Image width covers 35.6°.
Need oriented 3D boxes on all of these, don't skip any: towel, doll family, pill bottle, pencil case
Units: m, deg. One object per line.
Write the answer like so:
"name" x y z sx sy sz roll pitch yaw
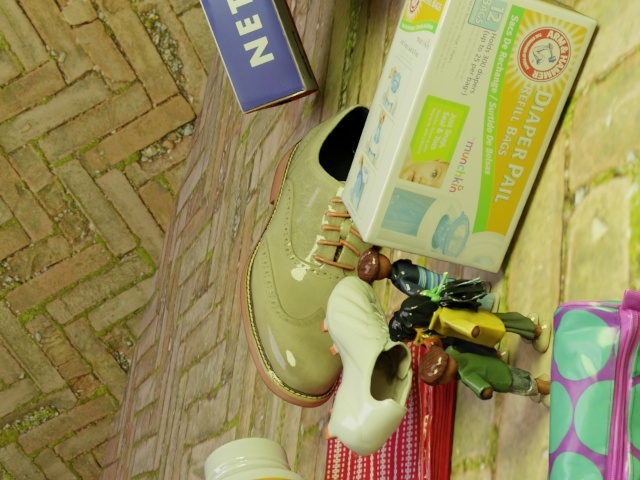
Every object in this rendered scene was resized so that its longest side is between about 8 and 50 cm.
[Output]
"towel" 0.052 0.188 0.894 0.275 0.031 0.198 140 140 -66
"doll family" 0.089 0.056 0.704 0.193 0.111 0.076 -153 76 -74
"pill bottle" -0.051 0.292 0.909 0.215 0.117 0.117 -107 32 -44
"pencil case" 0.153 0.107 0.530 0.070 0.065 0.151 98 178 -73

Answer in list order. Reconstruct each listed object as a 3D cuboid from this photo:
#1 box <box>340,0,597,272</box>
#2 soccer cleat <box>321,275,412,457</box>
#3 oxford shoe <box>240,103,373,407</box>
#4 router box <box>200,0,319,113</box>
"box" 0.105 -0.095 0.752 0.103 0.114 0.203 -112 37 -66
"soccer cleat" 0.045 0.094 0.833 0.076 0.068 0.196 -43 26 29
"oxford shoe" 0.000 0.000 1.032 0.130 0.123 0.348 -48 31 48
"router box" -0.102 -0.333 1.271 0.301 0.082 0.335 -77 -33 -80
